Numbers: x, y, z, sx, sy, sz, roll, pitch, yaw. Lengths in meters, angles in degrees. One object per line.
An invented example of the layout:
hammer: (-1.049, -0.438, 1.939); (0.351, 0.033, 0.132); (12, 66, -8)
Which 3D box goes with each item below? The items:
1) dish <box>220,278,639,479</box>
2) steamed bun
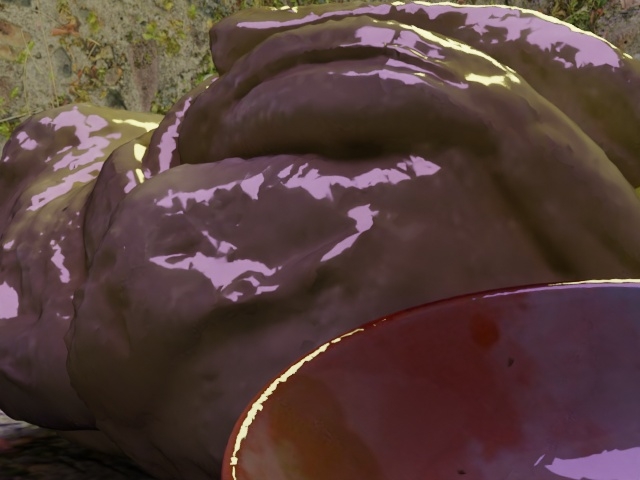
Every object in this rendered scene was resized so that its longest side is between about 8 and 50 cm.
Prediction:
dish: (0.104, 0.095, 0.378); (0.260, 0.085, 0.260); (-3, 19, 1)
steamed bun: (0.006, 0.000, 0.627); (0.325, 0.230, 0.372); (-13, 15, -35)
